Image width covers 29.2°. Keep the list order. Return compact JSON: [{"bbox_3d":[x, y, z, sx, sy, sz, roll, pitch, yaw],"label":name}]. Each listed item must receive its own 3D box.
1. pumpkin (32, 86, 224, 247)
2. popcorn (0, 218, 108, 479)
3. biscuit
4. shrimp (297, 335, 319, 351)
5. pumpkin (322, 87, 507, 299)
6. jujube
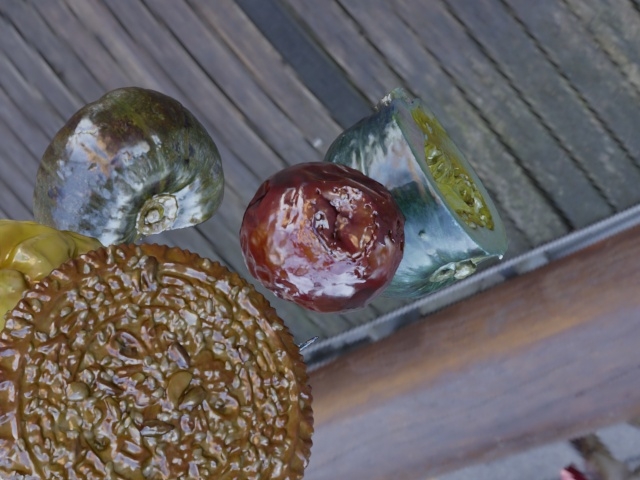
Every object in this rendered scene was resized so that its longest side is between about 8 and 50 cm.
[{"bbox_3d":[-0.310,-0.137,1.966,0.242,0.325,0.232,28,126,37],"label":"pumpkin"},{"bbox_3d":[-0.353,0.151,1.458,0.344,0.354,0.390,-6,112,22],"label":"popcorn"},{"bbox_3d":[-0.140,0.140,1.066,0.305,0.305,0.038,45,146,-5],"label":"biscuit"},{"bbox_3d":[-0.132,0.282,2.118,0.372,0.172,0.137,-26,73,18],"label":"shrimp"},{"bbox_3d":[0.098,-0.046,1.634,0.197,0.293,0.263,-31,81,17],"label":"pumpkin"},{"bbox_3d":[0.000,0.000,1.379,0.183,0.183,0.243,43,169,-2],"label":"jujube"}]
